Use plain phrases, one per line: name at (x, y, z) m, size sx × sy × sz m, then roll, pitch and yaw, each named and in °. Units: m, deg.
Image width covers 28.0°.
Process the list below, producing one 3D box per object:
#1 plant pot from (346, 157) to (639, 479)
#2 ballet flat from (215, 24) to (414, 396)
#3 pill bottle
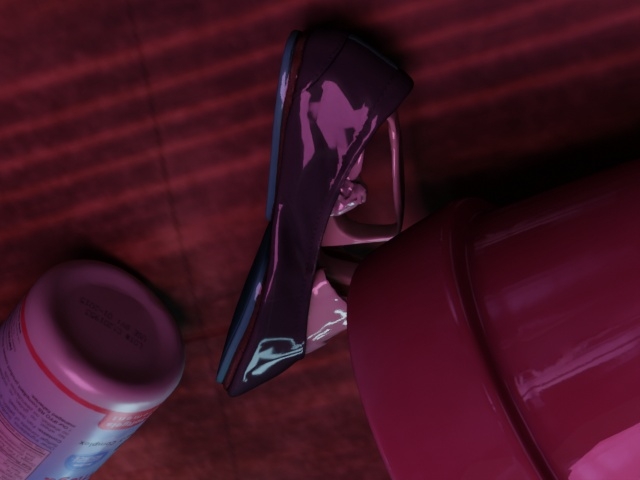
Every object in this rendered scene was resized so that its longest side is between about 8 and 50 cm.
plant pot at (0.138, 0.049, 0.511) m, size 0.180 × 0.201 × 0.201 m, roll -32°, pitch 111°, yaw 23°
ballet flat at (0.000, 0.000, 0.590) m, size 0.074 × 0.074 × 0.203 m, roll 16°, pitch 123°, yaw 3°
pill bottle at (-0.146, 0.089, 0.673) m, size 0.087 × 0.087 × 0.160 m, roll 36°, pitch 124°, yaw -11°
